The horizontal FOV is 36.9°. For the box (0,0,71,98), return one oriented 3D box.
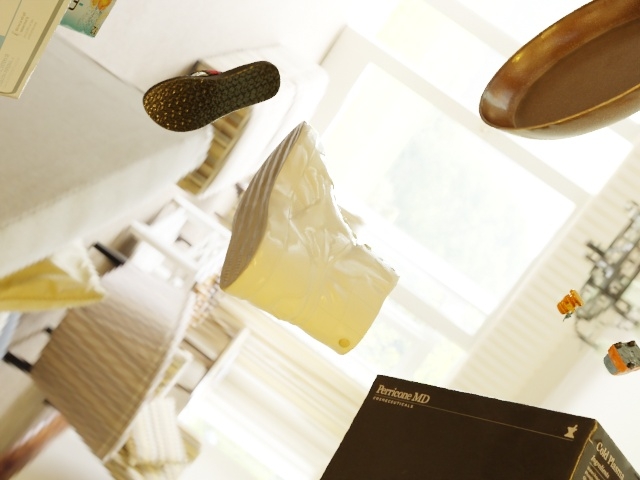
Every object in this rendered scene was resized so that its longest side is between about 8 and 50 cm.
[{"bbox_3d":[-0.274,-0.170,0.474,0.169,0.290,0.087,-25,-123,58],"label":"box"}]

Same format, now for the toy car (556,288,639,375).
[{"bbox_3d":[0.322,0.108,1.106,0.040,0.122,0.060,-45,166,35],"label":"toy car"}]

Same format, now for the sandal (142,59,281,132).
[{"bbox_3d":[-0.132,-0.177,1.153,0.179,0.040,0.067,-19,123,-28],"label":"sandal"}]

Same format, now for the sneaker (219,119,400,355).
[{"bbox_3d":[0.000,0.000,1.004,0.108,0.169,0.292,-45,-160,32],"label":"sneaker"}]

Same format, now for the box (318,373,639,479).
[{"bbox_3d":[0.159,0.355,1.134,0.343,0.179,0.312,5,-125,48],"label":"box"}]

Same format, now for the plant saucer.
[{"bbox_3d":[0.333,-0.210,1.123,0.310,0.050,0.310,-31,-157,15],"label":"plant saucer"}]

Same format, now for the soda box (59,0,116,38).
[{"bbox_3d":[-0.214,-0.206,0.718,0.063,0.058,0.183,-56,171,8],"label":"soda box"}]
